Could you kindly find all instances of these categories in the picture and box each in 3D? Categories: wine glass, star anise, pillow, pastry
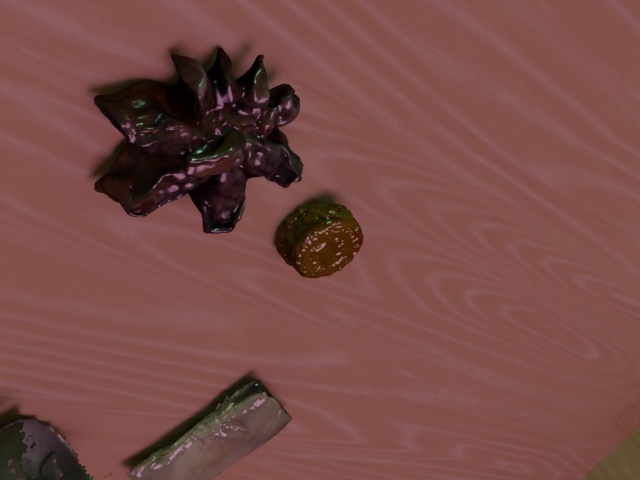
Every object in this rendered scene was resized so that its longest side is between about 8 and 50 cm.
[{"bbox_3d":[-0.423,0.359,1.238,0.357,0.190,0.190,-32,145,-1],"label":"wine glass"},{"bbox_3d":[-0.115,-0.087,1.059,0.220,0.099,0.214,-24,134,-17],"label":"star anise"},{"bbox_3d":[-0.153,0.290,1.509,0.230,0.050,0.148,-33,141,0],"label":"pillow"},{"bbox_3d":[0.000,0.000,1.292,0.097,0.057,0.109,10,123,-45],"label":"pastry"}]
